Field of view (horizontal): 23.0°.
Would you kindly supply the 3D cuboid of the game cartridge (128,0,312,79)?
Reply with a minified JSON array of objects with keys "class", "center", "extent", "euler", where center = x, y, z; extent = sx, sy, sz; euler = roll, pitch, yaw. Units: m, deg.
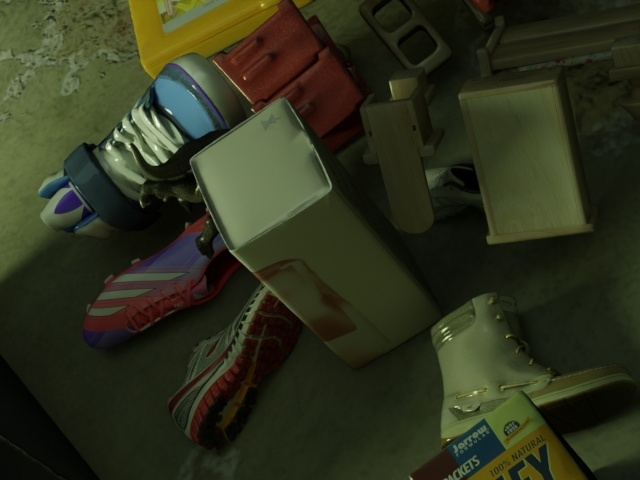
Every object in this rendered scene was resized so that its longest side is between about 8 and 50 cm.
[{"class":"game cartridge","center":[-0.124,-0.400,2.194],"extent":[0.324,0.052,0.285],"euler":[-27,51,14]}]

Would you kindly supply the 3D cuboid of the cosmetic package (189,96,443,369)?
[{"class":"cosmetic package","center":[0.000,0.000,1.704],"extent":[0.129,0.296,0.153],"euler":[-32,50,8]}]

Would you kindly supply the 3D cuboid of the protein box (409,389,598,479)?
[{"class":"protein box","center":[0.219,0.286,1.458],"extent":[0.136,0.200,0.201],"euler":[-38,49,4]}]

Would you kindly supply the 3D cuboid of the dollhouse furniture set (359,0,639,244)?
[{"class":"dollhouse furniture set","center":[0.239,-0.149,1.753],"extent":[0.303,0.173,0.355],"euler":[-7,23,20]}]

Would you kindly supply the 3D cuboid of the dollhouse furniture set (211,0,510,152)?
[{"class":"dollhouse furniture set","center":[0.078,-0.262,1.856],"extent":[0.374,0.201,0.152],"euler":[-38,86,6]}]

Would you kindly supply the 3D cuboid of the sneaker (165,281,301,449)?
[{"class":"sneaker","center":[-0.104,0.127,1.826],"extent":[0.093,0.088,0.225],"euler":[25,76,40]}]

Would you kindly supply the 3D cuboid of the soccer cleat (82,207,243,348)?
[{"class":"soccer cleat","center":[-0.185,0.059,1.926],"extent":[0.248,0.083,0.095],"euler":[-39,54,0]}]

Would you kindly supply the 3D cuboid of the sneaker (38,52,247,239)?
[{"class":"sneaker","center":[-0.228,-0.089,1.903],"extent":[0.236,0.323,0.130],"euler":[-40,92,-20]}]

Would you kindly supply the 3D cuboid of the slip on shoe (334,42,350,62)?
[{"class":"slip on shoe","center":[-0.021,-0.216,2.026],"extent":[0.135,0.051,0.041],"euler":[-29,10,22]}]

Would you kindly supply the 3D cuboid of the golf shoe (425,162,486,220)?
[{"class":"golf shoe","center":[0.154,-0.067,1.796],"extent":[0.176,0.086,0.069],"euler":[2,64,33]}]

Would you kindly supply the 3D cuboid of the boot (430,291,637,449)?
[{"class":"boot","center":[0.216,0.125,1.644],"extent":[0.213,0.077,0.165],"euler":[-21,51,22]}]

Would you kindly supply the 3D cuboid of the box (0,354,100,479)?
[{"class":"box","center":[-0.567,0.309,1.857],"extent":[0.472,0.297,0.480],"euler":[-45,49,-4]}]

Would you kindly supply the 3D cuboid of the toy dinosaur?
[{"class":"toy dinosaur","center":[-0.113,-0.074,1.815],"extent":[0.160,0.313,0.121],"euler":[-32,48,15]}]
